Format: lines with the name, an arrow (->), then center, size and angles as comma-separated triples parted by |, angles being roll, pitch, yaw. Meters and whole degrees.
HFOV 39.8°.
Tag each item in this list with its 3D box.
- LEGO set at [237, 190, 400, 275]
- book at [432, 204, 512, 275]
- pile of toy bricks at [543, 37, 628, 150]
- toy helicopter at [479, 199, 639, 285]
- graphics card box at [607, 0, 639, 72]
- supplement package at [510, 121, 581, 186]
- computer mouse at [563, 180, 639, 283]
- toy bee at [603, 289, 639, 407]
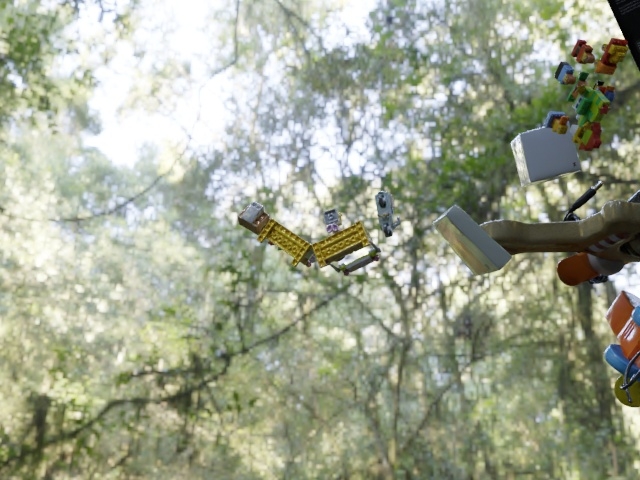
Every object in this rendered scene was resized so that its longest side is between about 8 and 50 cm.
LEGO set -> 0.000, 0.000, 1.520 | 0.286, 0.132, 0.107 | -5, -19, 21
book -> 0.192, 0.000, 1.152 | 0.096, 0.035, 0.144 | 45, -2, 2
pile of toy bricks -> 0.484, -0.251, 1.585 | 0.118, 0.105, 0.212 | 1, -51, -20
toy helicopter -> 0.418, -0.003, 1.381 | 0.354, 0.140, 0.235 | -1, -20, 5
graphics card box -> 0.632, -0.474, 1.593 | 0.232, 0.371, 0.094 | -25, 7, 25
supplement package -> 0.466, -0.177, 1.844 | 0.105, 0.105, 0.179 | -13, -1, 6
computer mouse -> 0.554, -0.053, 1.577 | 0.060, 0.184, 0.262 | 21, -54, -32
toy bee -> 0.499, 0.183, 1.289 | 0.162, 0.298, 0.195 | 30, -48, 3
